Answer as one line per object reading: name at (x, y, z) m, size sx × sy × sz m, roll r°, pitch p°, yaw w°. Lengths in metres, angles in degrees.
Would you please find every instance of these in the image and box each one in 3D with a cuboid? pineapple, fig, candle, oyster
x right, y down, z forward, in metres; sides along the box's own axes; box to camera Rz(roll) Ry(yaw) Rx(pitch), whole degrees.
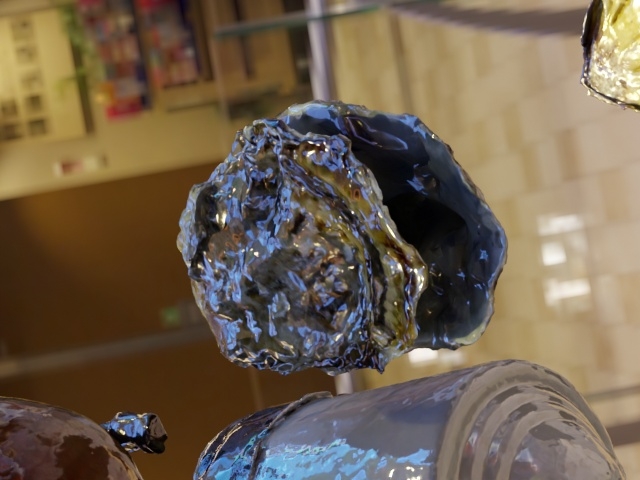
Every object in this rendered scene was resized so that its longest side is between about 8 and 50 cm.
pineapple at (0.357, -0.206, 2.054) m, size 0.186 × 0.114 × 0.236 m, roll -37°, pitch 77°, yaw 45°
fig at (-0.207, 0.207, 1.276) m, size 0.214 × 0.235 × 0.235 m, roll -75°, pitch -21°, yaw -66°
candle at (0.079, 0.194, 1.311) m, size 0.342 × 0.221 × 0.221 m, roll -19°, pitch 79°, yaw 41°
oyster at (-0.002, 0.004, 1.223) m, size 0.351 × 0.158 × 0.162 m, roll 167°, pitch 106°, yaw -70°
